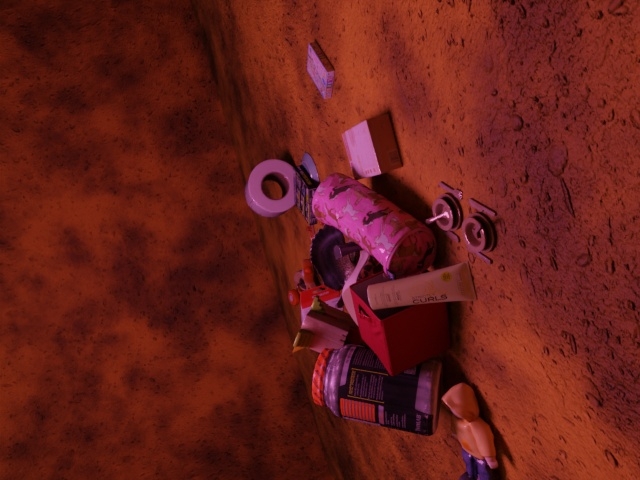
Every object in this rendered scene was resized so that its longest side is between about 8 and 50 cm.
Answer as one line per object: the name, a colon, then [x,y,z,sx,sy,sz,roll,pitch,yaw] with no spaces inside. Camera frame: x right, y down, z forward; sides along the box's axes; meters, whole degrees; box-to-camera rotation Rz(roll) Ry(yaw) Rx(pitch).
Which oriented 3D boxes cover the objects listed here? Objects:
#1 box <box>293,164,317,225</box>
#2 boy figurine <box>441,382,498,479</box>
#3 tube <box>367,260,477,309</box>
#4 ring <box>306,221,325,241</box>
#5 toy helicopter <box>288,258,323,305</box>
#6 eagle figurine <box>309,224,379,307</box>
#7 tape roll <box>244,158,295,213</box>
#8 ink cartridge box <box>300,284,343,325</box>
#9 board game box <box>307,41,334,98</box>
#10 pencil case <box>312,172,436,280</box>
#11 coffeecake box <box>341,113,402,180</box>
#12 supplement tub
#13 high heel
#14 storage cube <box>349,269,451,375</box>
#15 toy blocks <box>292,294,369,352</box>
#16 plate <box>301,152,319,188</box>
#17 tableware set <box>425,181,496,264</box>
box: [-0.064,-0.189,1.953,0.184,0.045,0.190,-126,26,-43]
boy figurine: [0.381,0.501,1.176,0.177,0.092,0.285,-152,44,-72]
tube: [0.231,0.113,1.083,0.070,0.240,0.062,58,-153,-45]
ring: [0.000,0.000,2.048,0.336,0.032,0.336,162,90,-74]
toy helicopter: [-0.033,0.235,2.296,0.355,0.140,0.235,23,120,56]
eagle figurine: [0.103,0.078,1.512,0.298,0.225,0.226,61,180,3]
tape roll: [-0.223,-0.239,2.167,0.169,0.246,0.246,161,92,-75]
ink cartridge box: [0.007,0.293,2.034,0.232,0.189,0.066,92,155,-47]
board game box: [-0.001,-0.547,1.498,0.103,0.026,0.154,99,150,-57]
pencil case: [0.130,-0.044,1.251,0.160,0.167,0.386,26,-168,-44]
coffeecake box: [0.135,-0.248,1.267,0.185,0.068,0.142,-174,66,-73]
supplement tub: [0.161,0.407,1.303,0.207,0.338,0.207,5,-90,-70]
high heel: [0.152,0.117,1.365,0.093,0.186,0.261,-11,92,60]
storage cube: [0.209,0.202,1.234,0.183,0.215,0.193,45,154,58]
toy blocks: [0.073,0.320,1.592,0.381,0.261,0.190,-19,-50,-84]
plate: [-0.049,-0.272,1.945,0.188,0.024,0.188,164,90,-73]
tableware set: [0.295,-0.037,1.000,0.194,0.039,0.128,-131,29,-55]
